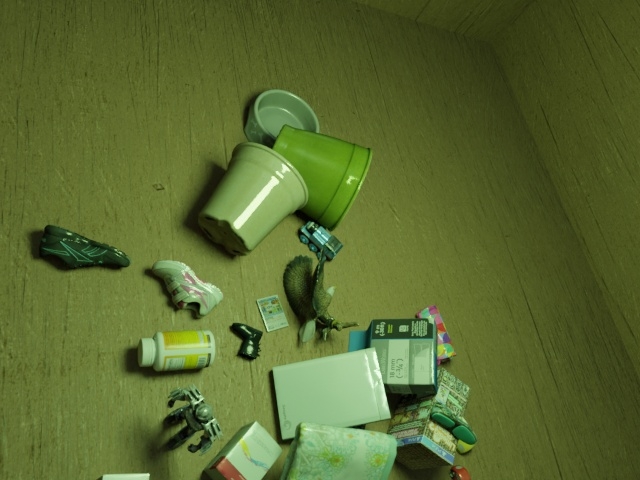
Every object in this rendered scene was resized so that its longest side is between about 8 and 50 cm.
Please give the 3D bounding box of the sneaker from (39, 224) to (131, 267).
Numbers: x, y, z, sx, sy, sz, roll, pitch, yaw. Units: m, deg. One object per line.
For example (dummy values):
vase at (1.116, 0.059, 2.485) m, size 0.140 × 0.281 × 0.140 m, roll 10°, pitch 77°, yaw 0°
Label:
sneaker at (-0.729, 0.043, 1.562) m, size 0.267 × 0.101 × 0.106 m, roll 22°, pitch 77°, yaw -20°

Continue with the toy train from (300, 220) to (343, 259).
toy train at (0.000, 0.000, 1.991) m, size 0.184 × 0.105 × 0.080 m, roll 45°, pitch 51°, yaw -2°

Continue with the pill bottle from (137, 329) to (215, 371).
pill bottle at (-0.440, 0.336, 1.538) m, size 0.214 × 0.117 × 0.117 m, roll 4°, pitch 63°, yaw -29°

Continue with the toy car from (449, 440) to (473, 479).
toy car at (0.484, 0.790, 1.875) m, size 0.225 × 0.053 × 0.239 m, roll 31°, pitch 53°, yaw -13°

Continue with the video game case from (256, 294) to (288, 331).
video game case at (-0.173, 0.261, 1.805) m, size 0.087 × 0.011 × 0.122 m, roll -11°, pitch 71°, yaw -34°

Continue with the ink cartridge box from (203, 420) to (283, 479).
ink cartridge box at (-0.225, 0.648, 1.485) m, size 0.127 × 0.128 × 0.176 m, roll 47°, pitch 51°, yaw 0°

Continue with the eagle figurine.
eagle figurine at (-0.017, 0.195, 1.813) m, size 0.298 × 0.226 × 0.225 m, roll 61°, pitch 14°, yaw -9°

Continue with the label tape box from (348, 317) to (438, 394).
label tape box at (0.241, 0.407, 1.778) m, size 0.106 × 0.333 × 0.241 m, roll 61°, pitch 31°, yaw -51°

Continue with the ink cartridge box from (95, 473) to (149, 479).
ink cartridge box at (-0.506, 0.634, 1.282) m, size 0.115 × 0.198 × 0.067 m, roll 11°, pitch 60°, yaw -26°

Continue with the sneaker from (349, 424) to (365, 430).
sneaker at (0.116, 0.646, 1.672) m, size 0.101 × 0.153 × 0.269 m, roll 41°, pitch 51°, yaw -5°

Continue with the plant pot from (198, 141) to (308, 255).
plant pot at (-0.262, -0.124, 1.800) m, size 0.333 × 0.334 × 0.305 m, roll 38°, pitch 63°, yaw -7°

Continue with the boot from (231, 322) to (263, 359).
boot at (-0.253, 0.340, 1.695) m, size 0.121 × 0.045 × 0.099 m, roll 25°, pitch 57°, yaw -18°

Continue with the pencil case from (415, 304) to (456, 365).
pencil case at (0.474, 0.386, 2.066) m, size 0.104 × 0.104 × 0.236 m, roll -6°, pitch 66°, yaw -33°

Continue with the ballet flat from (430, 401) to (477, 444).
ballet flat at (0.444, 0.597, 1.658) m, size 0.188 × 0.070 × 0.070 m, roll 41°, pitch 51°, yaw -11°

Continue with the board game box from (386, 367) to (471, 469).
board game box at (0.376, 0.633, 1.784) m, size 0.141 × 0.232 × 0.291 m, roll 37°, pitch 52°, yaw -9°

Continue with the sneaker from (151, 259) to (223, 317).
sneaker at (-0.445, 0.159, 1.642) m, size 0.252 × 0.103 × 0.111 m, roll 34°, pitch 51°, yaw -9°

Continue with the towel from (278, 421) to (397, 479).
towel at (0.033, 0.732, 1.495) m, size 0.320 × 0.090 × 0.375 m, roll 15°, pitch 97°, yaw -23°

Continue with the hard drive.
hard drive at (0.032, 0.501, 1.656) m, size 0.352 × 0.047 × 0.233 m, roll -11°, pitch 65°, yaw 0°

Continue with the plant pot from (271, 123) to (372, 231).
plant pot at (-0.039, -0.272, 1.978) m, size 0.352 × 0.366 × 0.367 m, roll 25°, pitch 54°, yaw -9°

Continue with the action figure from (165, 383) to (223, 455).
action figure at (-0.359, 0.500, 1.387) m, size 0.099 × 0.285 × 0.185 m, roll -13°, pitch 71°, yaw -34°

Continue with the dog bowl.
dog bowl at (-0.159, -0.503, 2.178) m, size 0.348 × 0.102 × 0.349 m, roll 15°, pitch 58°, yaw -24°
